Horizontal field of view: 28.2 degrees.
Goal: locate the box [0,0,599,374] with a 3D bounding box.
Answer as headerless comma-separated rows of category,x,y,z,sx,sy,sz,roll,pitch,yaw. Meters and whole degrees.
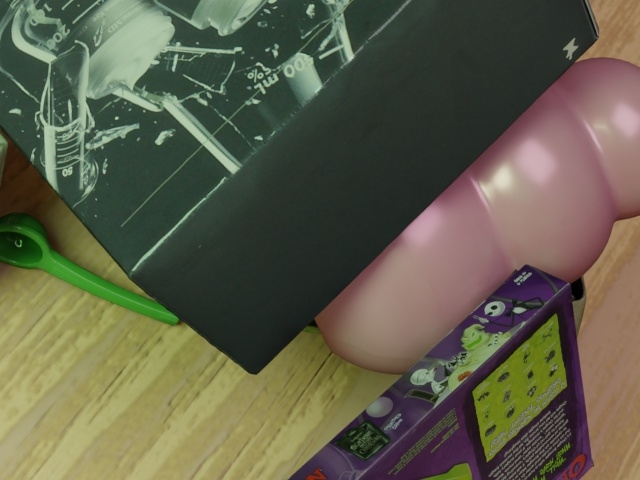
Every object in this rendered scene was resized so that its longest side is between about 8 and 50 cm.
box,-0.047,-0.148,0.887,0.343,0.179,0.312,-45,56,-2

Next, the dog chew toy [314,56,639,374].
dog chew toy,0.133,-0.033,0.995,0.332,0.206,0.206,-26,78,-1

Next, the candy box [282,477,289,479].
candy box,-0.048,0.296,0.961,0.165,0.070,0.196,-18,76,-25

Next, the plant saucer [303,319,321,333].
plant saucer,0.000,0.000,1.117,0.188,0.045,0.188,11,65,-16

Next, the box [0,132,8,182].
box,-0.350,-0.076,0.921,0.127,0.148,0.232,-25,62,-39

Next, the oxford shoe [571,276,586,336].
oxford shoe,0.159,0.095,1.085,0.123,0.130,0.348,11,65,-16

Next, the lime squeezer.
lime squeezer,-0.250,-0.026,1.043,0.310,0.059,0.110,49,31,6

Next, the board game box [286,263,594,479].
board game box,0.061,0.195,0.890,0.347,0.208,0.056,-39,40,-26
